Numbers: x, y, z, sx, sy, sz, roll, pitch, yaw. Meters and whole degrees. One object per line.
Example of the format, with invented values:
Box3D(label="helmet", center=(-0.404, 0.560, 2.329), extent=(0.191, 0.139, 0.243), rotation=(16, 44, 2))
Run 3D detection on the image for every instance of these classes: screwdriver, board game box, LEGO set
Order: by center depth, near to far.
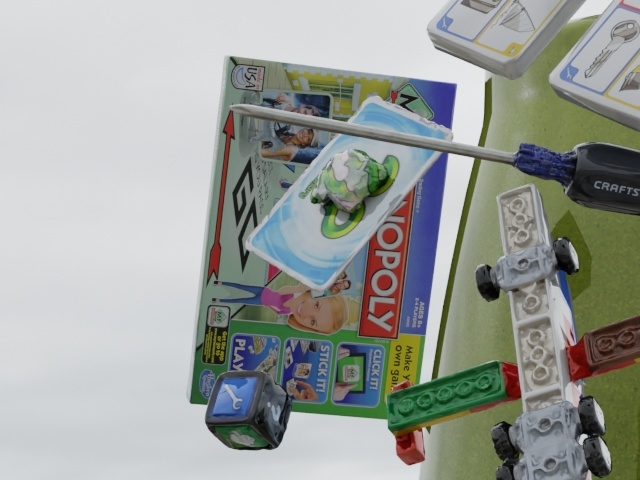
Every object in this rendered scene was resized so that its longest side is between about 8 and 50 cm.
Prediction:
Box3D(label="screwdriver", center=(0.054, -0.032, 0.541), extent=(0.170, 0.024, 0.025), rotation=(13, -38, -8))
Box3D(label="LEGO set", center=(0.074, -0.002, 0.544), extent=(0.182, 0.244, 0.060), rotation=(30, -15, 45))
Box3D(label="board game box", center=(0.000, 0.000, 1.454), extent=(0.213, 0.317, 0.046), rotation=(5, 5, -9))

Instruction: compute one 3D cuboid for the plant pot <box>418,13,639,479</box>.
Box3D(label="plant pot", center=(0.226, 0.046, 0.997), extent=(0.366, 0.353, 0.366), rotation=(-2, -6, 0))
